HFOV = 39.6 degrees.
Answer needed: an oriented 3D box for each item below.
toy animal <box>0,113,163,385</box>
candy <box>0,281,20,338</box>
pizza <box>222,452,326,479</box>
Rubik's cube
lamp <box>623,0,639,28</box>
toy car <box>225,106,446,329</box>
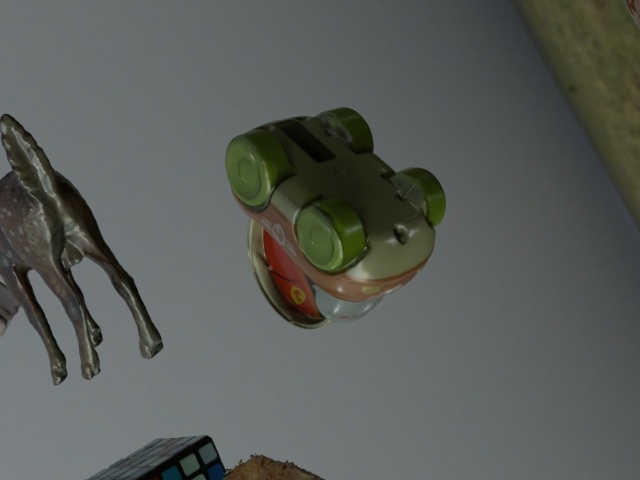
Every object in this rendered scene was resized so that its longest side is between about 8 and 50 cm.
[{"bbox_3d":[-0.223,-0.023,0.632,0.087,0.243,0.260,-38,-75,-42],"label":"toy animal"},{"bbox_3d":[-0.579,0.100,1.444,0.155,0.116,0.265,50,171,-14],"label":"candy"},{"bbox_3d":[-0.075,0.328,1.046,0.069,0.226,0.147,47,-174,-32],"label":"pizza"},{"bbox_3d":[-0.246,0.422,1.369,0.182,0.184,0.187,-26,-83,-38],"label":"Rubik's cube"},{"bbox_3d":[0.192,-0.130,0.371,0.136,0.136,0.136,51,-159,-28],"label":"lamp"},{"bbox_3d":[0.000,0.000,0.915,0.145,0.235,0.235,-21,-99,-36],"label":"toy car"}]
